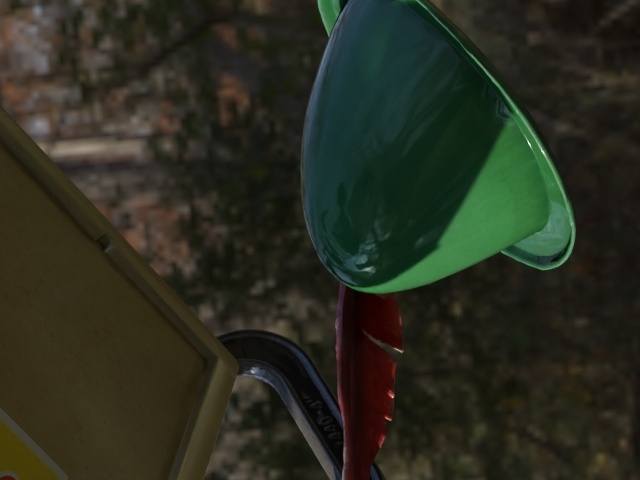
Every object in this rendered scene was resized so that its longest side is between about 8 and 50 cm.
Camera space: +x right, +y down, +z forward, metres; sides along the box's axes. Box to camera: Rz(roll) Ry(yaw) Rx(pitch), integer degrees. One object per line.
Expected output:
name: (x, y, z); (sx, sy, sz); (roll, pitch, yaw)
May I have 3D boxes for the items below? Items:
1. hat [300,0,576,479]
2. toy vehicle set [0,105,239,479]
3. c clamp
hat: (0.000, 0.000, 0.886); (0.208, 0.183, 0.173); (44, 164, 30)
toy vehicle set: (-0.104, 0.043, 0.397); (0.166, 0.035, 0.267); (48, -157, -15)
c clamp: (-0.049, 0.101, 0.928); (0.161, 0.137, 0.022); (50, 149, 31)
